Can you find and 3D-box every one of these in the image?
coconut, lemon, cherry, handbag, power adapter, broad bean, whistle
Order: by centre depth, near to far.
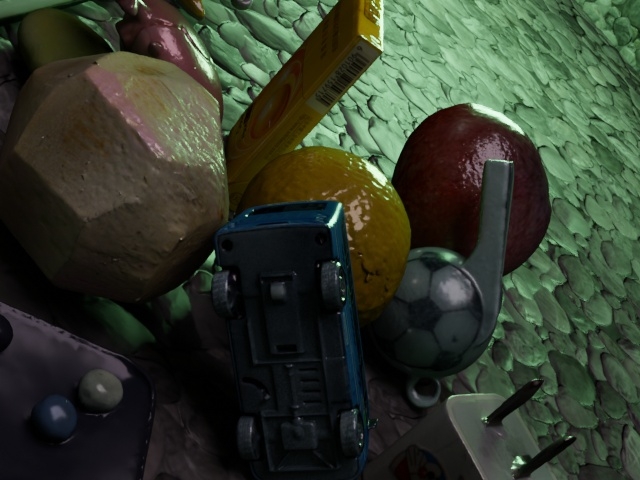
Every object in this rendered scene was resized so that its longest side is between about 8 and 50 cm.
[{"bbox_3d":[-0.272,0.140,0.774,0.325,0.118,0.269,27,35,-24],"label":"handbag"},{"bbox_3d":[-0.188,-0.064,1.036,0.236,0.197,0.237,25,37,-21],"label":"coconut"},{"bbox_3d":[0.161,0.220,1.111,0.125,0.205,0.130,6,46,-47],"label":"power adapter"},{"bbox_3d":[0.000,0.000,1.192,0.192,0.192,0.231,35,33,-16],"label":"lemon"},{"bbox_3d":[-0.255,-0.177,1.203,0.124,0.082,0.174,23,35,-45],"label":"broad bean"},{"bbox_3d":[0.132,0.047,1.291,0.163,0.163,0.290,12,82,-43],"label":"whistle"},{"bbox_3d":[0.182,-0.050,1.474,0.239,0.239,0.206,14,6,-41],"label":"cherry"}]

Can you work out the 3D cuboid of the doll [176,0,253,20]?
[{"bbox_3d":[-0.194,-0.440,1.584,0.316,0.103,0.145,48,34,15],"label":"doll"}]

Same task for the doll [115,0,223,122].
[{"bbox_3d":[-0.169,-0.195,1.257,0.262,0.093,0.211,61,5,-56],"label":"doll"}]

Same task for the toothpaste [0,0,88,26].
[{"bbox_3d":[-0.341,-0.273,1.241,0.098,0.061,0.392,30,27,8],"label":"toothpaste"}]

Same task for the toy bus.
[{"bbox_3d":[-0.019,0.092,1.030,0.134,0.113,0.246,-61,144,-70],"label":"toy bus"}]

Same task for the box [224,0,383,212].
[{"bbox_3d":[-0.025,-0.166,1.285,0.043,0.269,0.152,33,32,-19],"label":"box"}]
